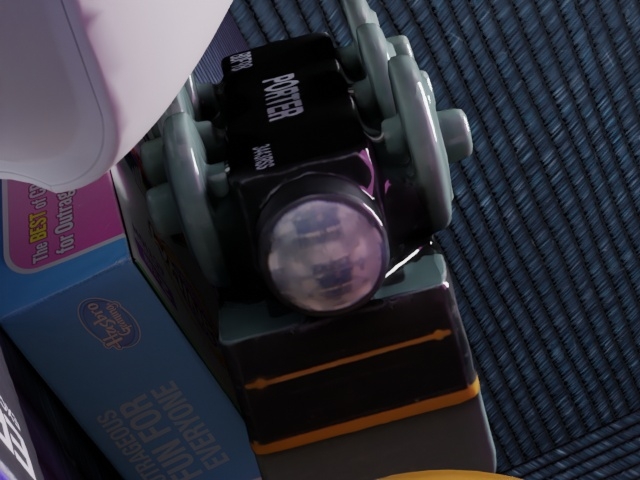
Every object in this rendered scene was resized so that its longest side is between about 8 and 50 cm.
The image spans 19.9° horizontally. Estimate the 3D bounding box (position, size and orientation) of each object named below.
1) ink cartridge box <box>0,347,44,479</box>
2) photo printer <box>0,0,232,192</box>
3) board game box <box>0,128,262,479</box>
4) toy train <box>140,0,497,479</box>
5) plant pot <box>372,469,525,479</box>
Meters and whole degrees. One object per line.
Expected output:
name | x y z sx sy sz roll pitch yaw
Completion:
ink cartridge box | -0.138 0.002 0.468 0.206 0.045 0.208 60 2 -46
photo printer | -0.076 -0.182 0.514 0.307 0.107 0.256 78 27 -54
board game box | -0.099 -0.005 0.936 0.316 0.064 0.242 -111 173 -47
toy train | 0.000 0.000 0.864 0.334 0.142 0.190 -106 -178 -73
plant pot | 0.038 0.189 0.583 0.205 0.205 0.188 65 7 1
